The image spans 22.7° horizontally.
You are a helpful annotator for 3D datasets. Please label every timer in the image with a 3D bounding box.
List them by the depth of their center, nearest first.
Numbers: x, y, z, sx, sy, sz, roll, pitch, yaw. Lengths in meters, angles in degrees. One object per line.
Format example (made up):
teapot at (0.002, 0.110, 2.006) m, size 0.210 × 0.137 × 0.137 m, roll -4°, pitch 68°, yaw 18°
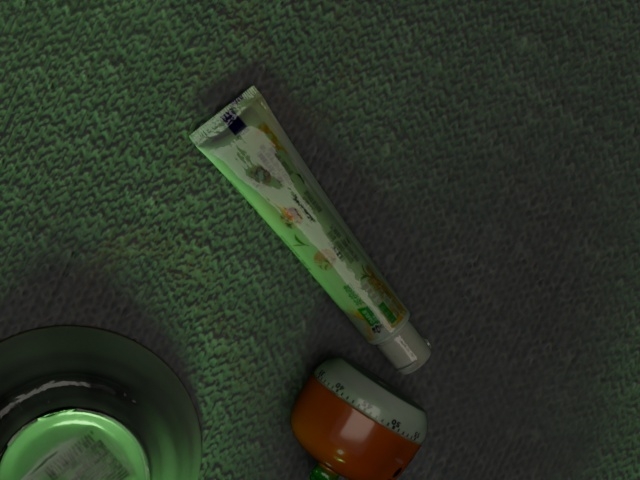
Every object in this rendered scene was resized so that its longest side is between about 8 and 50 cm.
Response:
timer at (0.030, 0.187, 1.538) m, size 0.136 × 0.099 × 0.136 m, roll 0°, pitch 91°, yaw -7°

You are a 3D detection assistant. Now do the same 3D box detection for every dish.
dish at (-0.233, 0.214, 1.486) m, size 0.260 × 0.085 × 0.260 m, roll -3°, pitch 102°, yaw -13°

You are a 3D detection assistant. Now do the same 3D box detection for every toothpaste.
toothpaste at (0.000, 0.000, 1.522) m, size 0.056 × 0.058 × 0.314 m, roll -27°, pitch 107°, yaw 38°
